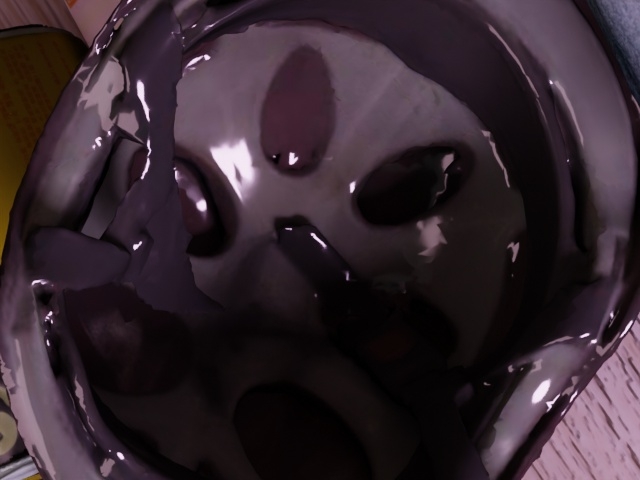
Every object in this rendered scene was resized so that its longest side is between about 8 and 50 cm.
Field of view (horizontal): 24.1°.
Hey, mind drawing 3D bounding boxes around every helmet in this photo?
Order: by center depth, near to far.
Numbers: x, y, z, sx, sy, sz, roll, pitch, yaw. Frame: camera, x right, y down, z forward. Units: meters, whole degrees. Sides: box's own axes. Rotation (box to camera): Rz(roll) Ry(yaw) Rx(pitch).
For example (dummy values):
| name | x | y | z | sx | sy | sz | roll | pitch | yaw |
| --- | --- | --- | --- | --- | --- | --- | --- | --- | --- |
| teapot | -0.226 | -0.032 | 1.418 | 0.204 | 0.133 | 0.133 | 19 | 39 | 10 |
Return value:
| name | x | y | z | sx | sy | sz | roll | pitch | yaw |
| --- | --- | --- | --- | --- | --- | --- | --- | --- | --- |
| helmet | 0.000 | 0.000 | 0.614 | 0.225 | 0.305 | 0.177 | 35 | 164 | -3 |

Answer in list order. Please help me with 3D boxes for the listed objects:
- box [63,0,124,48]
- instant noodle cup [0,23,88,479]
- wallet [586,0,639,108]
| name | x | y | z | sx | sy | sz | roll | pitch | yaw |
| --- | --- | --- | --- | --- | --- | --- | --- | --- | --- |
| box | -0.075 | -0.109 | 0.786 | 0.129 | 0.033 | 0.247 | -31 | 88 | 54 |
| instant noodle cup | -0.165 | 0.015 | 0.850 | 0.215 | 0.215 | 0.236 | -31 | 80 | 54 |
| wallet | 0.183 | -0.060 | 0.485 | 0.190 | 0.046 | 0.379 | -32 | 86 | 47 |
